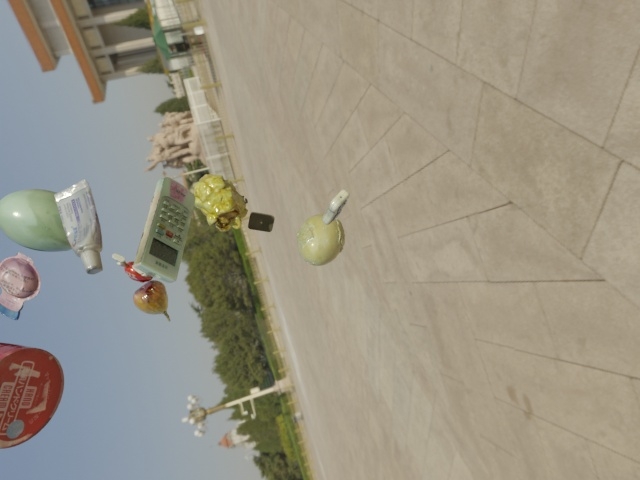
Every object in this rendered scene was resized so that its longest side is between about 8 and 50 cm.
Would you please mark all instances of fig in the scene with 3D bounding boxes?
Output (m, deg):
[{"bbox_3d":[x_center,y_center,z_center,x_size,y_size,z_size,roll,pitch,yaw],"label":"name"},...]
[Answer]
[{"bbox_3d":[-0.790,0.313,2.114,0.159,0.159,0.257,-119,7,-49],"label":"fig"}]

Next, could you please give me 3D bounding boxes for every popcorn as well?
[{"bbox_3d":[-0.469,-0.174,2.053,0.252,0.215,0.286,37,171,44],"label":"popcorn"}]

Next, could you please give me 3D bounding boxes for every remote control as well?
[{"bbox_3d":[0.043,-0.092,1.226,0.032,0.074,0.122,40,154,6],"label":"remote control"},{"bbox_3d":[-0.502,-0.041,1.433,0.145,0.050,0.344,38,-135,-46],"label":"remote control"}]

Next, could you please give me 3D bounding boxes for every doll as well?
[{"bbox_3d":[-0.827,0.132,1.955,0.085,0.183,0.217,-63,-4,-15],"label":"doll"}]

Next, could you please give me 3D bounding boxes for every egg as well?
[{"bbox_3d":[-0.912,-0.065,1.450,0.203,0.282,0.203,-53,27,42],"label":"egg"},{"bbox_3d":[0.002,-0.002,1.471,0.202,0.164,0.164,-70,-21,-48],"label":"egg"}]

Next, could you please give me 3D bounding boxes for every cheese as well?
[{"bbox_3d":[-1.196,0.182,1.718,0.074,0.188,0.286,-61,-4,-75],"label":"cheese"}]

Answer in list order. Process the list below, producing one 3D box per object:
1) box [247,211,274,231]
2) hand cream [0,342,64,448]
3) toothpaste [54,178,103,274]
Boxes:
[{"bbox_3d":[-0.298,-0.094,2.194,0.031,0.126,0.091,-119,39,-64],"label":"box"},{"bbox_3d":[-0.739,0.351,1.012,0.230,0.149,0.230,2,-90,-67],"label":"hand cream"},{"bbox_3d":[-0.680,-0.036,1.254,0.283,0.099,0.068,66,154,14],"label":"toothpaste"}]
